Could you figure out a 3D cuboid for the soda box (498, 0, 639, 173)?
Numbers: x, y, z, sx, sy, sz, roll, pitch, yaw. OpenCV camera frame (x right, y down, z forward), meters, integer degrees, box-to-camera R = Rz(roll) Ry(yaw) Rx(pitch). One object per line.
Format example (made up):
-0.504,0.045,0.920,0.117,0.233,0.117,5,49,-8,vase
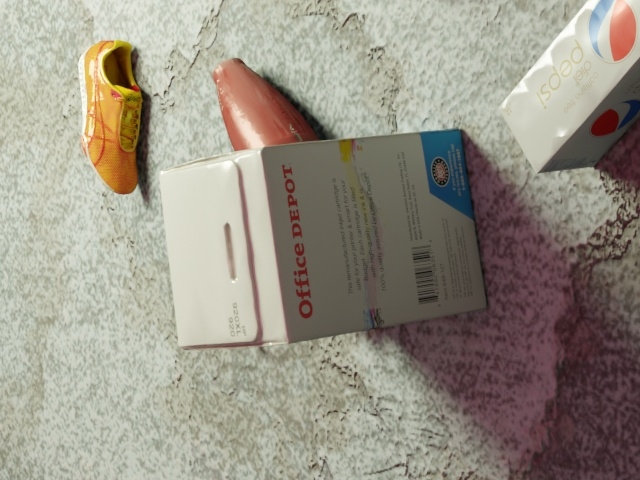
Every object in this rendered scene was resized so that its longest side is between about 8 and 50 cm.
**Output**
0.237,-0.147,1.536,0.216,0.069,0.074,-51,57,42,soda box

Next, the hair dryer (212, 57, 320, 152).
-0.067,-0.042,1.928,0.224,0.080,0.293,-11,85,54,hair dryer

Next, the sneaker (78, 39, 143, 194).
-0.229,-0.138,2.137,0.067,0.064,0.175,-9,91,42,sneaker

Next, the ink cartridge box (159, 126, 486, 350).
0.000,0.000,1.725,0.168,0.233,0.171,-10,88,52,ink cartridge box
